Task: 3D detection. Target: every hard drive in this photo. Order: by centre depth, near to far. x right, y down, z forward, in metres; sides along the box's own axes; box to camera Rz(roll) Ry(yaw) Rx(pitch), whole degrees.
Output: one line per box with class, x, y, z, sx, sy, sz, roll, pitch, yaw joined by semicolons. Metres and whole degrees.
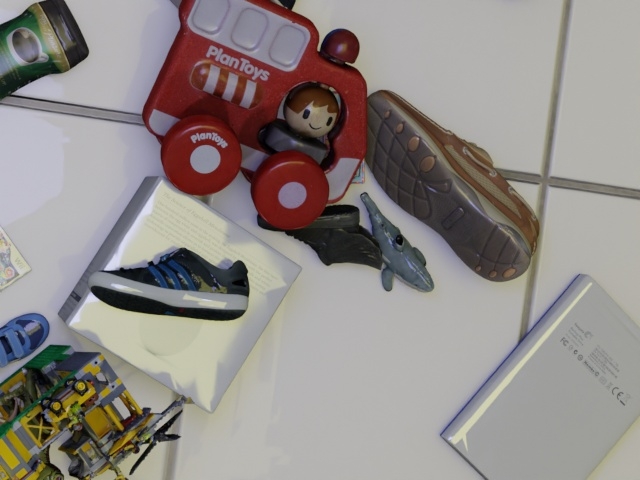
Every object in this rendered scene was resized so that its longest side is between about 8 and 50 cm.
hard drive;0.352;0.236;2.005;0.210;0.040;0.319;45;80;-13

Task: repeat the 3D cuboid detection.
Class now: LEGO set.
LEGO set;-0.321;0.265;1.686;0.255;0.331;0.192;-42;105;-32

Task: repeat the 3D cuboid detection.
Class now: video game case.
video game case;-0.450;0.038;1.777;0.122;0.011;0.087;-36;101;-12

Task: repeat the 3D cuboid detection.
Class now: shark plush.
shark plush;0.109;-0.001;1.909;0.073;0.067;0.161;-22;98;-14

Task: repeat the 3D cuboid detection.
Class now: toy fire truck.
toy fire truck;-0.069;-0.176;1.755;0.302;0.169;0.254;20;109;-19

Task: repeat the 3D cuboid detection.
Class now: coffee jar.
coffee jar;-0.393;-0.236;1.746;0.184;0.079;0.096;-27;97;-13

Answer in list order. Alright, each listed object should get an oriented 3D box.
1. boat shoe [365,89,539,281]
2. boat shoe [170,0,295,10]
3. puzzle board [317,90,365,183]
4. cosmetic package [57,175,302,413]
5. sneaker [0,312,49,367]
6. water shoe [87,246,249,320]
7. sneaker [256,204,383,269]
boat shoe;0.181;-0.086;1.915;0.324;0.123;0.116;48;46;-4
boat shoe;-0.159;-0.401;1.794;0.158;0.127;0.340;-48;113;-14
puzzle board;0.012;-0.141;1.882;0.096;0.011;0.128;0;93;11
cosmetic package;-0.185;0.067;1.789;0.224;0.138;0.225;34;84;-15
sneaker;-0.415;0.141;1.767;0.144;0.059;0.053;-28;97;-14
water shoe;-0.187;0.049;1.692;0.203;0.073;0.080;11;67;-20
sneaker;0.000;-0.001;1.881;0.170;0.051;0.089;-3;115;1
